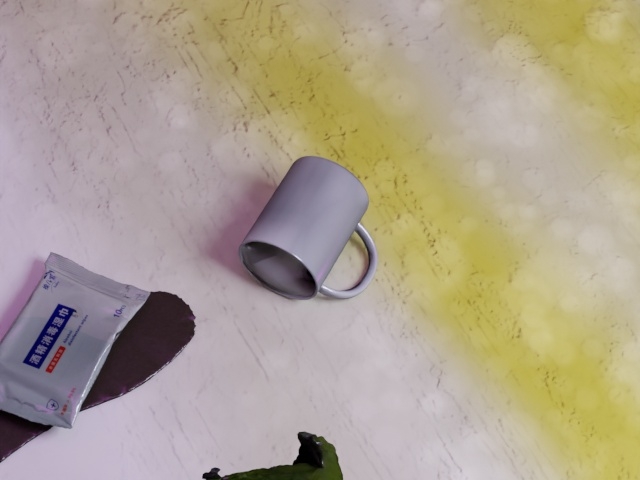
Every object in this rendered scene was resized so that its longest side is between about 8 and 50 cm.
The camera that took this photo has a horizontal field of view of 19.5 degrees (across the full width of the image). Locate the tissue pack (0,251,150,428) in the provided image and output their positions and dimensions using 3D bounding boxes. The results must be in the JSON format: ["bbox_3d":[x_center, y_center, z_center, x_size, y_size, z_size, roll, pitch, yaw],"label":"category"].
[{"bbox_3d":[-0.278,0.109,1.978,0.122,0.026,0.193,21,59,12],"label":"tissue pack"}]

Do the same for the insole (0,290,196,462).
[{"bbox_3d":[-0.276,0.149,1.974,0.328,0.007,0.111,-33,63,-20],"label":"insole"}]

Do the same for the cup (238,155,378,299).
[{"bbox_3d":[-0.009,-0.002,2.039,0.099,0.136,0.133,2,50,40],"label":"cup"}]

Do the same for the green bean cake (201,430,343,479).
[{"bbox_3d":[-0.128,0.331,1.679,0.319,0.335,0.218,-8,60,-12],"label":"green bean cake"}]
